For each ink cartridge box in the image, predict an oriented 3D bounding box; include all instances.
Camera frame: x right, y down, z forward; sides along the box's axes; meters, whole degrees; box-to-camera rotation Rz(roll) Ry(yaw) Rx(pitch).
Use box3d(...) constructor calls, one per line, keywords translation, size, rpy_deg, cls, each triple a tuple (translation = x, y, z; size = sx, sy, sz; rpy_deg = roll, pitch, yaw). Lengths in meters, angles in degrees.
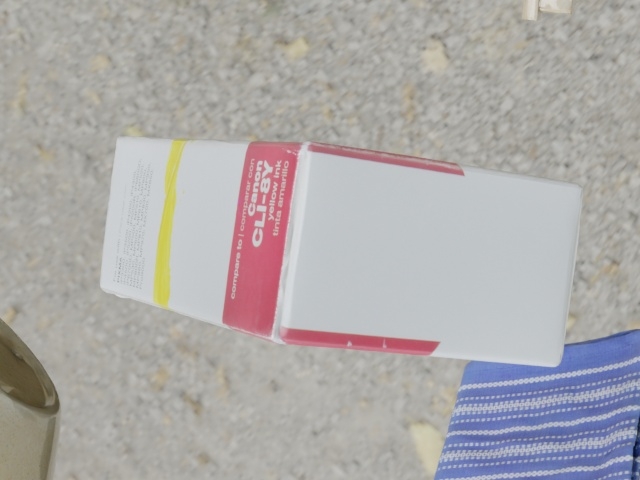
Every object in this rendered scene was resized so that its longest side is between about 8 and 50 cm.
box3d(translation=(0.000, 0.000, 1.290), size=(0.385, 0.279, 0.160), rpy_deg=(8, 92, 60), cls="ink cartridge box")

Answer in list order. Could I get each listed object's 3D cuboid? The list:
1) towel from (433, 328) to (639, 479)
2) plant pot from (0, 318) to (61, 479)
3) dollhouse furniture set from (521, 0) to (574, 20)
box3d(translation=(0.232, 0.230, 1.555), size=(0.243, 0.336, 0.040), rpy_deg=(-12, 125, 29), cls="towel")
box3d(translation=(-0.270, 0.124, 0.875), size=(0.191, 0.284, 0.284), rpy_deg=(-45, 88, 4), cls="plant pot")
box3d(translation=(0.137, -0.355, 1.147), size=(0.174, 0.303, 0.355), rpy_deg=(7, 98, 12), cls="dollhouse furniture set")
